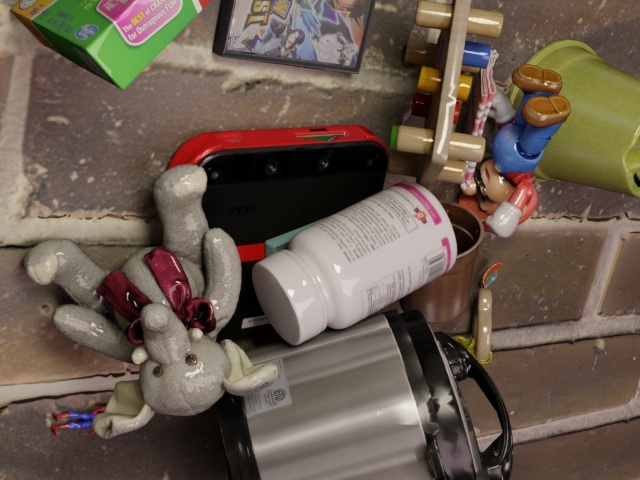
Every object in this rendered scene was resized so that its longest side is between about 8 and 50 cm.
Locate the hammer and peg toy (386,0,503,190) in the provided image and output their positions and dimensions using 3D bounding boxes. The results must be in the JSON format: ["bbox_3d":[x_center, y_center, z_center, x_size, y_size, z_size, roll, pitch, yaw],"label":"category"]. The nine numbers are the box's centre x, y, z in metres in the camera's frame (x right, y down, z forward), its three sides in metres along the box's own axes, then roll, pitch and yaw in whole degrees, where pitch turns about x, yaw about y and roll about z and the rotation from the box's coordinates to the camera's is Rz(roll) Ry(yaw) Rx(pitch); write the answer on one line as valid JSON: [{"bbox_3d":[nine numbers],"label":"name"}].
[{"bbox_3d":[0.179,-0.216,1.475,0.127,0.361,0.266,9,85,1],"label":"hammer and peg toy"}]

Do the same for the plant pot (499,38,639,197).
[{"bbox_3d":[0.509,-0.198,1.708,0.276,0.254,0.276,-18,121,-31],"label":"plant pot"}]

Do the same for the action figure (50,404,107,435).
[{"bbox_3d":[-0.342,0.268,1.426,0.115,0.030,0.038,-4,109,-39],"label":"action figure"}]

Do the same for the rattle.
[{"bbox_3d":[0.272,0.139,1.840,0.130,0.142,0.200,-18,110,-68],"label":"rattle"}]

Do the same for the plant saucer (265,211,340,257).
[{"bbox_3d":[0.000,0.000,1.500,0.192,0.018,0.067,-21,127,-26],"label":"plant saucer"}]

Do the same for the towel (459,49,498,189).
[{"bbox_3d":[0.259,-0.198,1.570,0.029,0.144,0.197,10,131,2],"label":"towel"}]

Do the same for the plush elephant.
[{"bbox_3d":[-0.206,0.119,1.264,0.271,0.255,0.330,-25,124,-8],"label":"plush elephant"}]

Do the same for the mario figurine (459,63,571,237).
[{"bbox_3d":[0.307,-0.137,1.635,0.198,0.170,0.321,-47,159,-40],"label":"mario figurine"}]

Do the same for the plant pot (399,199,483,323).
[{"bbox_3d":[0.197,0.045,1.655,0.167,0.167,0.165,-27,132,-25],"label":"plant pot"}]

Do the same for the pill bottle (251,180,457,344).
[{"bbox_3d":[0.050,0.034,1.434,0.283,0.160,0.160,-26,125,-23],"label":"pill bottle"}]

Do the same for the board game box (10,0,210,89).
[{"bbox_3d":[-0.189,-0.333,1.107,0.316,0.242,0.064,-48,132,-10],"label":"board game box"}]

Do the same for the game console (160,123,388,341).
[{"bbox_3d":[-0.072,-0.009,1.491,0.386,0.060,0.342,-8,121,-34],"label":"game console"}]

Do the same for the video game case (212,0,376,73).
[{"bbox_3d":[-0.016,-0.385,1.354,0.248,0.035,0.275,-1,111,-38],"label":"video game case"}]

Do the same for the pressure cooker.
[{"bbox_3d":[0.078,0.303,1.459,0.420,0.370,0.375,-16,169,-2],"label":"pressure cooker"}]
